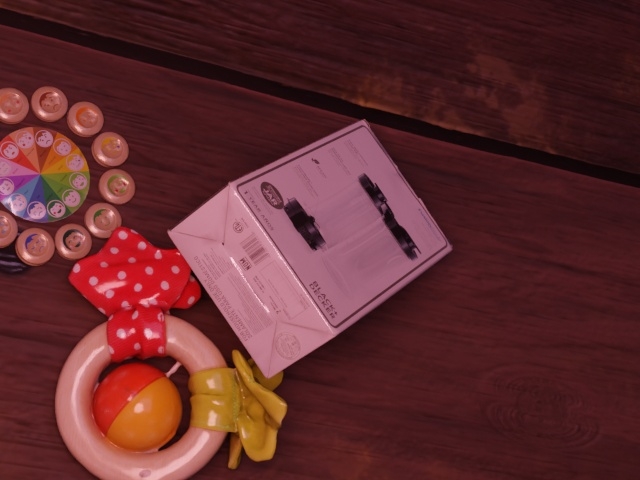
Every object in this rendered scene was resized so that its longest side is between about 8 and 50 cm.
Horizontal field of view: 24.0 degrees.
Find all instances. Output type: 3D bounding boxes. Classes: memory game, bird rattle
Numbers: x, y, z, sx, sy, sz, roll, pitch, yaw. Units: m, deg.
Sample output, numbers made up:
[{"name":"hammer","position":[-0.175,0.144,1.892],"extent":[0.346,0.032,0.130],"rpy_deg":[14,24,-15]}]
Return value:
[{"name":"memory game","position":[-0.268,-0.066,1.453],"extent":[0.186,0.012,0.186],"rpy_deg":[8,70,-21]},{"name":"bird rattle","position":[-0.152,0.125,1.381],"extent":[0.253,0.143,0.207],"rpy_deg":[44,77,-1]}]

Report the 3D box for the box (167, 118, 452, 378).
[{"name":"box","position":[0.000,0.000,1.433],"extent":[0.169,0.087,0.290],"rpy_deg":[55,31,1]}]
